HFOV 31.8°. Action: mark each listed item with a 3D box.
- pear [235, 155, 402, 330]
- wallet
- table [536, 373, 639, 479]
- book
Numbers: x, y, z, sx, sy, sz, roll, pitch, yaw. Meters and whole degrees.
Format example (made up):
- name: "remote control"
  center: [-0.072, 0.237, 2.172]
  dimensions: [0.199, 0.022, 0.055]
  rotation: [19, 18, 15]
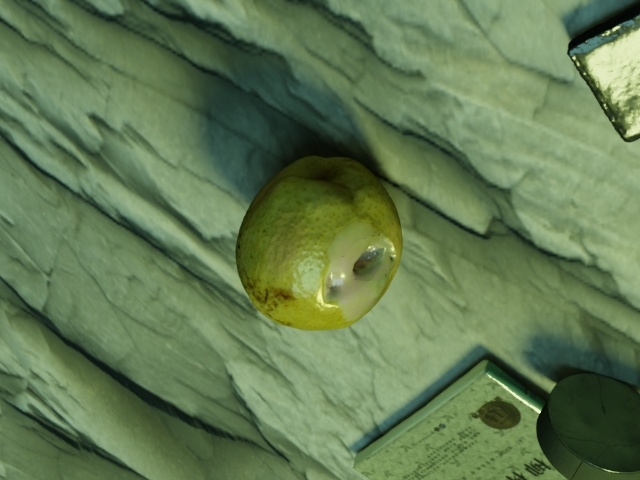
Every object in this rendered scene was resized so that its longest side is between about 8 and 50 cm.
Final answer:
- name: "pear"
  center: [0.000, 0.000, 1.121]
  dimensions: [0.178, 0.178, 0.178]
  rotation: [7, 130, 9]
- name: "wallet"
  center: [0.350, -0.178, 0.976]
  dimensions: [0.244, 0.025, 0.124]
  rotation: [-25, 118, 28]
- name: "table"
  center: [0.306, 0.210, 1.231]
  dimensions: [0.133, 0.133, 0.043]
  rotation: [17, 132, 1]
- name: "book"
  center: [0.264, 0.312, 1.391]
  dimensions: [0.379, 0.031, 0.264]
  rotation: [34, 130, -13]
